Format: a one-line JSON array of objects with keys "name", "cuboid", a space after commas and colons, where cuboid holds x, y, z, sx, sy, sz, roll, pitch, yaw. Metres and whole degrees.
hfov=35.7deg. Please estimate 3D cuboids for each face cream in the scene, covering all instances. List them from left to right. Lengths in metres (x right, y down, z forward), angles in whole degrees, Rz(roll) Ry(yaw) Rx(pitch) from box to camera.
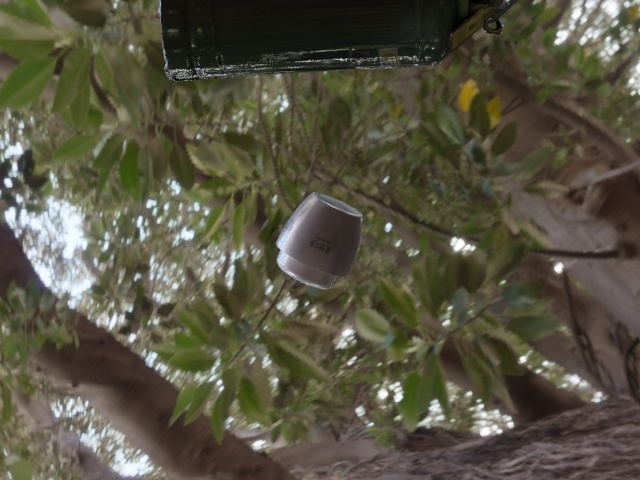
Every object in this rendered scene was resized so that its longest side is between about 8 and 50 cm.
[{"name": "face cream", "cuboid": [0.000, 0.000, 1.138, 0.091, 0.091, 0.095, 23, -78, -7]}]

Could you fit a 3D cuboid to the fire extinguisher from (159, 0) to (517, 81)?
[{"name": "fire extinguisher", "cuboid": [0.019, -0.197, 0.859, 0.311, 0.114, 0.095, -2, -111, 1]}]
